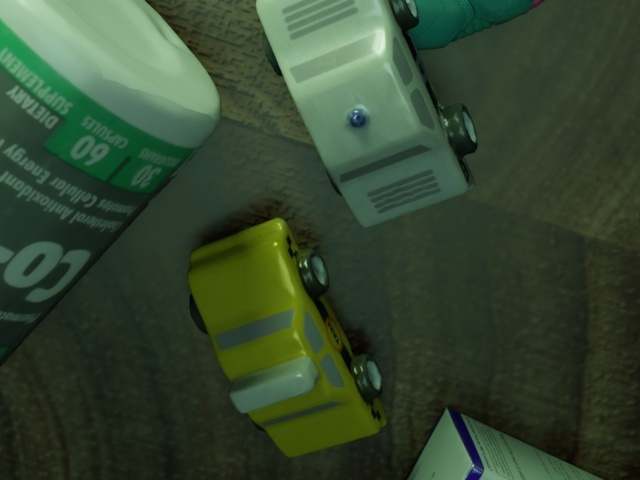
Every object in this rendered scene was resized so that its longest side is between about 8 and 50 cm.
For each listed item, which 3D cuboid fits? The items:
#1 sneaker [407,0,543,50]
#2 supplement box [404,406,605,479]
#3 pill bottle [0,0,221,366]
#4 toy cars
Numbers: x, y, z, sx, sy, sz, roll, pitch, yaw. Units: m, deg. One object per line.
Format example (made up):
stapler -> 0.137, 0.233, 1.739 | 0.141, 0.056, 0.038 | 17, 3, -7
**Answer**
sneaker -> 0.101, -0.272, 0.788 | 0.178, 0.124, 0.295 | -7, 113, 4
supplement box -> 0.174, 0.236, 0.934 | 0.220, 0.114, 0.111 | 25, 101, -10
pill bottle -> -0.251, -0.019, 0.793 | 0.204, 0.204, 0.361 | 41, 106, -12
toy cars -> 0.000, 0.000, 0.831 | 0.176, 0.087, 0.393 | 18, 118, 1
